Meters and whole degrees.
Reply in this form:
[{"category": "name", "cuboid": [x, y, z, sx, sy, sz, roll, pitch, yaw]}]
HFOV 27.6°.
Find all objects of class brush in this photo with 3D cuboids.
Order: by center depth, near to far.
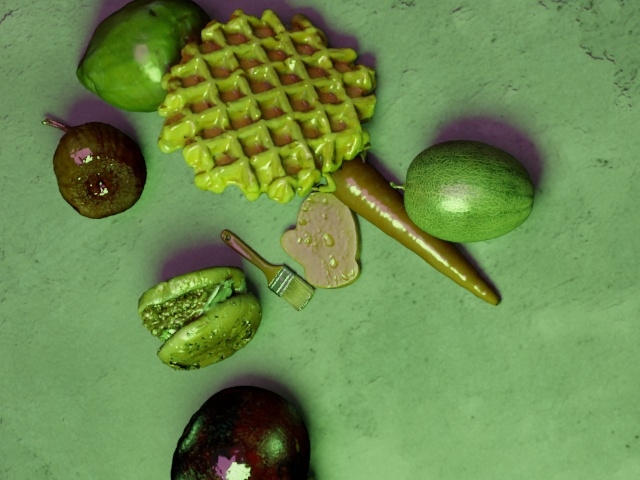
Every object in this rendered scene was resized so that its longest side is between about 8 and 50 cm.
[{"category": "brush", "cuboid": [-0.081, 0.039, 1.901, 0.170, 0.014, 0.043, 38, 100, 15]}]

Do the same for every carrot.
[{"category": "carrot", "cuboid": [0.117, -0.019, 1.811, 0.336, 0.069, 0.069, 42, 102, 9]}]

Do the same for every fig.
[{"category": "fig", "cuboid": [-0.266, -0.266, 1.882, 0.234, 0.167, 0.167, -6, 89, 10]}, {"category": "fig", "cuboid": [-0.344, -0.124, 1.948, 0.201, 0.134, 0.146, -135, 40, -53]}]

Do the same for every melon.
[{"category": "melon", "cuboid": [0.189, -0.066, 1.746, 0.192, 0.139, 0.139, 5, 92, 7]}]

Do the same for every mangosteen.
[{"category": "mangosteen", "cuboid": [-0.099, 0.313, 1.805, 0.216, 0.216, 0.216, 0, 90, 18]}]

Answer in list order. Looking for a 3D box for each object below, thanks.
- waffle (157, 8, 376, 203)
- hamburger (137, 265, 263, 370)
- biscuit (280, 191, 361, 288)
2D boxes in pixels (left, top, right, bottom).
[{"category": "waffle", "cuboid": [-0.071, -0.184, 1.785, 0.329, 0.062, 0.329, 6, 62, -11]}, {"category": "hamburger", "cuboid": [-0.166, 0.111, 1.839, 0.177, 0.185, 0.113, -11, 73, -26]}, {"category": "biscuit", "cuboid": [0.001, 0.000, 1.869, 0.118, 0.023, 0.140, -1, 91, 18]}]
